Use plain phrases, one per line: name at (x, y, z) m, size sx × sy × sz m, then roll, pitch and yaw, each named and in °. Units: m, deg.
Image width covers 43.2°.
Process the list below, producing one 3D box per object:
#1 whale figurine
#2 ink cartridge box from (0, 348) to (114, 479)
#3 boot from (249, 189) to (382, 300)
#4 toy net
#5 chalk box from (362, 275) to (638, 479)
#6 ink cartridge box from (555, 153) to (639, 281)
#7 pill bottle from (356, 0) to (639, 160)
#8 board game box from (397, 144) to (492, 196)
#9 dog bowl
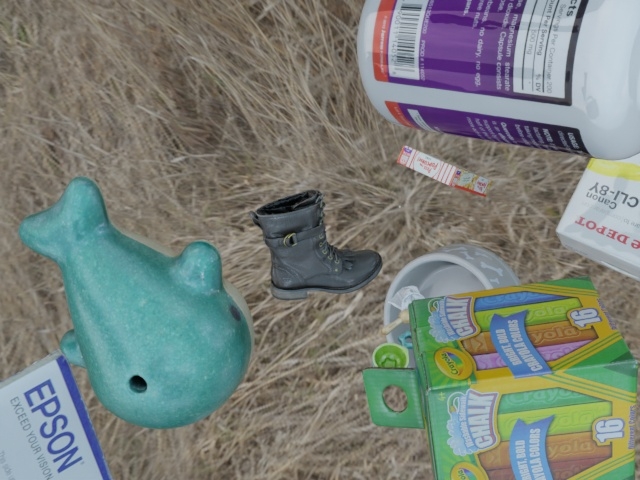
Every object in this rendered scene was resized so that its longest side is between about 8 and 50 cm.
whale figurine at (-0.191, 0.071, 0.804) m, size 0.216 × 0.141 × 0.272 m, roll -32°, pitch 104°, yaw 20°
ink cartridge box at (-0.256, 0.238, 0.431) m, size 0.071 × 0.330 × 0.324 m, roll 32°, pitch 140°, yaw 39°
boot at (0.000, 0.000, 1.584) m, size 0.263 × 0.091 × 0.228 m, roll -14°, pitch 129°, yaw -14°
toy net at (0.174, 0.171, 1.537) m, size 0.122 × 0.045 × 0.232 m, roll 10°, pitch 51°, yaw 9°
chalk box at (0.199, 0.177, 0.951) m, size 0.289 × 0.179 × 0.180 m, roll -10°, pitch 119°, yaw 5°
ink cartridge box at (0.673, -0.115, 1.571) m, size 0.279 × 0.160 × 0.384 m, roll 27°, pitch 91°, yaw 24°
pill bottle at (0.205, -0.175, 0.744) m, size 0.323 × 0.182 × 0.181 m, roll 16°, pitch 95°, yaw 38°
board game box at (0.284, -0.157, 1.833) m, size 0.147 × 0.194 × 0.045 m, roll 29°, pitch 102°, yaw 34°
dog bowl at (0.294, 0.180, 1.833) m, size 0.349 × 0.102 × 0.348 m, roll 0°, pitch 90°, yaw 39°
